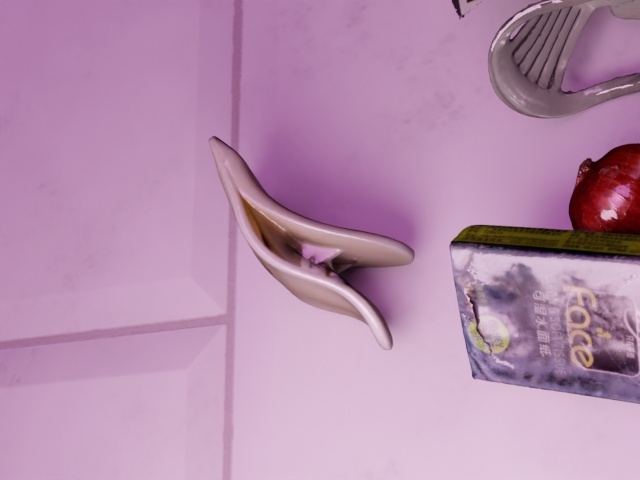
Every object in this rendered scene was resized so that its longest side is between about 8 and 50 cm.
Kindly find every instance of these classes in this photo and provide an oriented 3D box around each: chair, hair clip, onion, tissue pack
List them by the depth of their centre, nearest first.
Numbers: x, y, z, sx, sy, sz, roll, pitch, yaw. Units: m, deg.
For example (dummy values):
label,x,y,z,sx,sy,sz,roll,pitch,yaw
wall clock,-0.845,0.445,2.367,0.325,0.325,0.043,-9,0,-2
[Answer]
label,x,y,z,sx,sy,sz,roll,pitch,yaw
tissue pack,0.257,0.074,1.472,0.235,0.073,0.173,6,121,29
onion,0.315,-0.040,1.493,0.131,0.131,0.131,-8,71,25
chair,0.304,-0.272,1.540,0.190,0.203,0.275,0,66,39
hair clip,-0.015,0.013,1.642,0.282,0.172,0.113,28,80,19

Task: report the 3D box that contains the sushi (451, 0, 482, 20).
label,x,y,z,sx,sy,sz,roll,pitch,yaw
sushi,0.173,-0.403,1.546,0.192,0.043,0.280,-36,68,42
